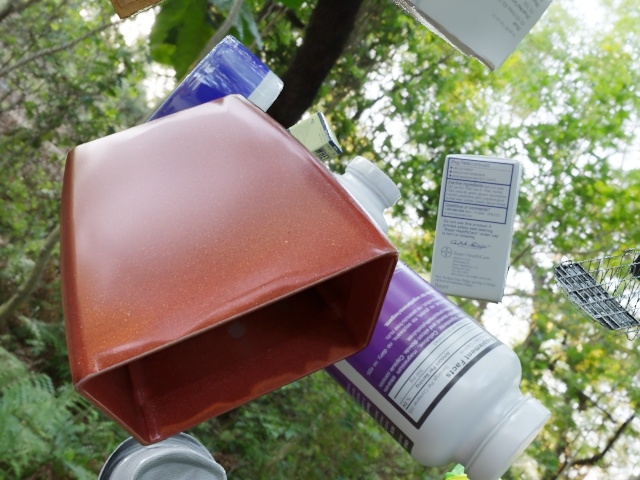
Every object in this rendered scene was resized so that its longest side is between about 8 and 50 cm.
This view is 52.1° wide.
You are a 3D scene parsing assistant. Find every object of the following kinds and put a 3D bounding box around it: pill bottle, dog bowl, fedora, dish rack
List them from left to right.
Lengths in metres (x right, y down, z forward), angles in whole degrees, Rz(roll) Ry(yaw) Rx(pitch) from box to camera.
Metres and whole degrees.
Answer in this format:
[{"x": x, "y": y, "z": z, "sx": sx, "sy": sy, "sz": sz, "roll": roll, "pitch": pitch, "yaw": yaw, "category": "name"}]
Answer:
[{"x": -0.274, "y": 0.466, "z": 1.223, "sx": 0.275, "sy": 0.243, "sz": 0.124, "roll": 14, "pitch": -35, "yaw": -34, "category": "fedora"}, {"x": -0.179, "y": -0.166, "z": 0.952, "sx": 0.104, "sy": 0.265, "sz": 0.265, "roll": 42, "pitch": -9, "yaw": -15, "category": "dog bowl"}, {"x": 0.000, "y": 0.000, "z": 0.979, "sx": 0.146, "sy": 0.264, "sz": 0.146, "roll": 41, "pitch": -4, "yaw": 4, "category": "pill bottle"}, {"x": 0.123, "y": 0.157, "z": 0.842, "sx": 0.323, "sy": 0.181, "sz": 0.181, "roll": 41, "pitch": -8, "yaw": 26, "category": "pill bottle"}, {"x": 0.579, "y": 0.105, "z": 1.225, "sx": 0.208, "sy": 0.271, "sz": 0.074, "roll": -120, "pitch": -152, "yaw": -51, "category": "dish rack"}]

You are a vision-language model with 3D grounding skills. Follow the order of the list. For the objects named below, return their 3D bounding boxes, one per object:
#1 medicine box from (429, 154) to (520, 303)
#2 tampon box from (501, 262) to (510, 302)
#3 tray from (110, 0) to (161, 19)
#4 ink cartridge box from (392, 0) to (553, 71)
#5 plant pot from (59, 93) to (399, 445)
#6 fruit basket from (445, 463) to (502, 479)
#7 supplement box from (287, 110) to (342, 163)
[{"x": 0.342, "y": -0.033, "z": 1.418, "sx": 0.149, "sy": 0.289, "sz": 0.263, "roll": 9, "pitch": 7, "yaw": 17, "category": "medicine box"}, {"x": 0.383, "y": 0.073, "z": 1.637, "sx": 0.161, "sy": 0.101, "sz": 0.120, "roll": 11, "pitch": 24, "yaw": 12, "category": "tampon box"}, {"x": -0.313, "y": -0.579, "z": 1.002, "sx": 0.076, "sy": 0.203, "sz": 0.411, "roll": -72, "pitch": 141, "yaw": -65, "category": "tray"}, {"x": 0.121, "y": -0.287, "z": 0.501, "sx": 0.171, "sy": 0.232, "sz": 0.168, "roll": 48, "pitch": 22, "yaw": 28, "category": "ink cartridge box"}, {"x": -0.108, "y": 0.018, "z": 0.649, "sx": 0.267, "sy": 0.267, "sz": 0.235, "roll": 95, "pitch": -29, "yaw": -64, "category": "plant pot"}, {"x": 0.222, "y": 0.519, "z": 1.039, "sx": 0.392, "sy": 0.392, "sz": 0.283, "roll": 38, "pitch": -16, "yaw": 19, "category": "fruit basket"}, {"x": -0.013, "y": -0.204, "z": 1.345, "sx": 0.056, "sy": 0.083, "sz": 0.083, "roll": 41, "pitch": 26, "yaw": -58, "category": "supplement box"}]
